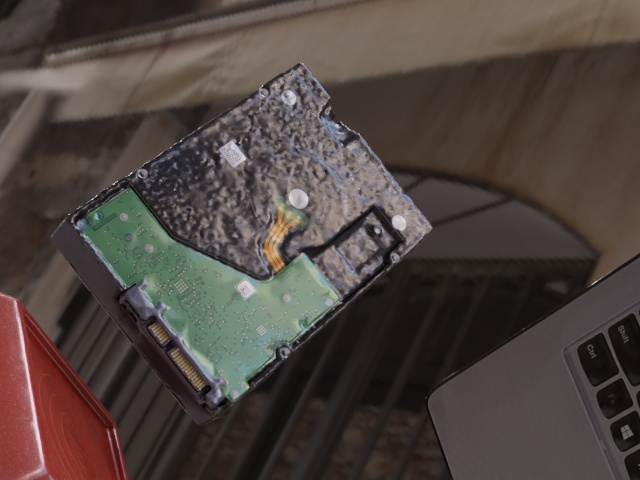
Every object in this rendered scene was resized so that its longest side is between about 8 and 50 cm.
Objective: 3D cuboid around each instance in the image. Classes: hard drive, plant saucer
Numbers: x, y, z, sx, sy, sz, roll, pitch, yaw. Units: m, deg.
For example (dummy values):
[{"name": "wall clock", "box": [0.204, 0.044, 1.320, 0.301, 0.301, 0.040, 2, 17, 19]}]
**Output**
[{"name": "hard drive", "box": [-0.068, -0.006, 1.231, 0.237, 0.339, 0.064, 51, -36, -1]}, {"name": "plant saucer", "box": [-0.227, 0.187, 1.080, 0.259, 0.048, 0.258, 63, 2, -43]}]

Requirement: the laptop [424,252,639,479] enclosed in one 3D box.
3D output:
[{"name": "laptop", "box": [0.176, 0.139, 0.511, 0.236, 0.381, 0.408, 12, -40, -43]}]
